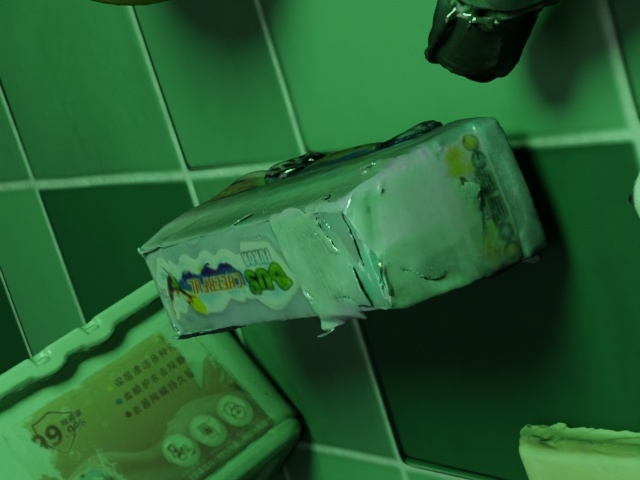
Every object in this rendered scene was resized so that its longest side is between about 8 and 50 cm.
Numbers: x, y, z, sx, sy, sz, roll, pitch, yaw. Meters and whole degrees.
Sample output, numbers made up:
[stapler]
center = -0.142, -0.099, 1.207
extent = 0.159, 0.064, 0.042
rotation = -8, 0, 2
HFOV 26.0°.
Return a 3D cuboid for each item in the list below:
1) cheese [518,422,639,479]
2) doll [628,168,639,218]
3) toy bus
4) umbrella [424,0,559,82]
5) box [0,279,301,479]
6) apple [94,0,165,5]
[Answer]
[cheese]
center = 0.254, 0.152, 0.761
extent = 0.400, 0.034, 0.085
rotation = -6, 102, 56
[doll]
center = 0.249, -0.005, 0.551
extent = 0.257, 0.161, 0.215
rotation = 38, 113, 41
[toy bus]
center = 0.000, 0.000, 0.922
extent = 0.317, 0.138, 0.112
rotation = -14, 101, 59
[umbrella]
center = 0.119, -0.214, 0.642
extent = 0.336, 0.154, 0.128
rotation = 81, -173, -53
[box]
center = -0.170, 0.181, 1.146
extent = 0.182, 0.312, 0.175
rotation = 45, 143, 13
[apple]
center = -0.142, -0.248, 0.922
extent = 0.200, 0.200, 0.200
rotation = 33, 136, 40
